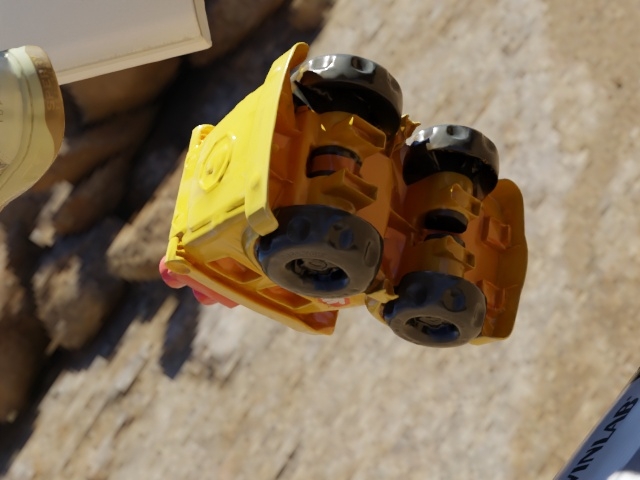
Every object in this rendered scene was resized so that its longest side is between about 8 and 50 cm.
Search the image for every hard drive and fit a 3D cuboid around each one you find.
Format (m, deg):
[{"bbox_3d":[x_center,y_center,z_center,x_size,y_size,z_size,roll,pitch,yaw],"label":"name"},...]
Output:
[{"bbox_3d":[-0.280,-0.225,1.307,0.353,0.233,0.047,-13,-11,7],"label":"hard drive"}]

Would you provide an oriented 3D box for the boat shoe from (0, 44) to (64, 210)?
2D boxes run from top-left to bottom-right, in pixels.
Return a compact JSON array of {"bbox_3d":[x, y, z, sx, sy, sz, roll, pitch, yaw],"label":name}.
[{"bbox_3d":[-0.262,-0.036,1.075,0.285,0.089,0.104,-46,60,45],"label":"boat shoe"}]

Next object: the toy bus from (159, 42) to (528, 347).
[{"bbox_3d":[0.000,0.000,1.110,0.211,0.220,0.149,-29,43,44],"label":"toy bus"}]

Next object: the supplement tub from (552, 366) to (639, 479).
[{"bbox_3d":[0.245,0.092,0.723,0.338,0.207,0.207,-46,9,-30],"label":"supplement tub"}]
